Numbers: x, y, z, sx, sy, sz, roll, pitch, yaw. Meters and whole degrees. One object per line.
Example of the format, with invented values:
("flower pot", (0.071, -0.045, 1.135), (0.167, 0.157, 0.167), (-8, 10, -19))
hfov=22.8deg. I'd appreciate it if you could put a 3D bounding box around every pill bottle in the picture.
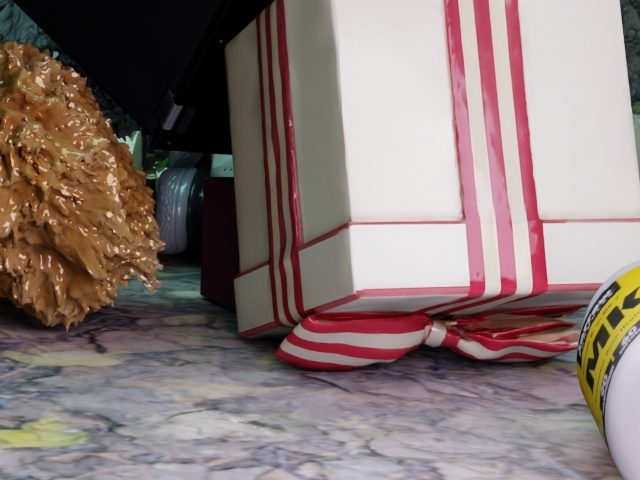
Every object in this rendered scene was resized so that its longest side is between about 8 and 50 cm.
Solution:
("pill bottle", (0.200, 0.072, 0.850), (0.119, 0.119, 0.208), (3, 8, 2))

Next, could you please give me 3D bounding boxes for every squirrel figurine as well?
("squirrel figurine", (-0.292, -0.086, 1.116), (0.397, 0.281, 0.370), (10, -7, -24))

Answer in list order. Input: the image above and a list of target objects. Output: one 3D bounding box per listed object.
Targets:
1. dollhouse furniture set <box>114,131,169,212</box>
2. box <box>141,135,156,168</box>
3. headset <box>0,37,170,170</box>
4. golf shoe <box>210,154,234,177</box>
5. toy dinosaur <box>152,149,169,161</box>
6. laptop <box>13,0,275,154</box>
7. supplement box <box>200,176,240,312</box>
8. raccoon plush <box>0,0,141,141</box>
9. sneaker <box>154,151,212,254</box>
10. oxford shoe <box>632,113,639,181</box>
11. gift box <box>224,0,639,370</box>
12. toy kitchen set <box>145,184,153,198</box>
("dollhouse furniture set", (-0.238, -0.033, 1.743), (0.144, 0.123, 0.151), (2, -27, -12))
("box", (-0.267, -0.150, 2.069), (0.247, 0.163, 0.142), (11, 12, 42))
("headset", (-0.275, -0.203, 1.785), (0.243, 0.185, 0.394), (5, -36, 19))
("golf shoe", (0.042, -0.074, 1.470), (0.306, 0.115, 0.140), (-5, 44, -23))
("toy dinosaur", (-0.083, -0.113, 1.881), (0.200, 0.296, 0.127), (36, 48, 15))
("laptop", (-0.038, -0.274, 1.234), (0.408, 0.382, 0.236), (3, 52, -28))
("supplement box", (0.000, 0.000, 1.328), (0.188, 0.104, 0.081), (-1, 8, -27))
("raccoon plush", (-0.164, -0.125, 1.525), (0.299, 0.446, 0.216), (35, -16, -38))
("sneaker", (-0.082, -0.036, 1.595), (0.153, 0.101, 0.268), (6, 12, -1))
("oxford shoe", (0.253, -0.105, 1.880), (0.397, 0.140, 0.146), (-3, -31, 24))
("gift box", (0.077, -0.037, 1.135), (0.255, 0.258, 0.276), (-2, -10, -17))
("toy kitchen set", (-0.280, -0.040, 1.595), (0.166, 0.122, 0.207), (-1, 29, -27))
